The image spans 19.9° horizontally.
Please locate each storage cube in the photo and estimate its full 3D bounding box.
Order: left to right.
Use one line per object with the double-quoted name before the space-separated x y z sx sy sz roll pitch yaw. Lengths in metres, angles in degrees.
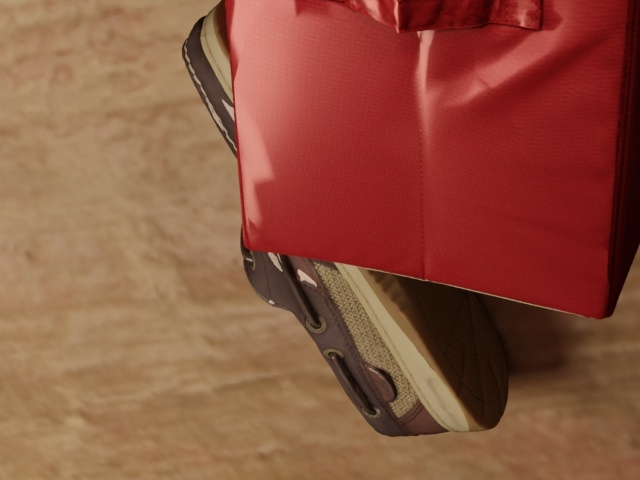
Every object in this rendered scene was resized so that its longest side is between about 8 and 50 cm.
"storage cube" 0.072 -0.104 0.848 0.184 0.215 0.193 11 129 17

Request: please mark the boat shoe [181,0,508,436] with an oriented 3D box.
"boat shoe" 0.000 0.000 1.010 0.092 0.103 0.285 -24 113 28
